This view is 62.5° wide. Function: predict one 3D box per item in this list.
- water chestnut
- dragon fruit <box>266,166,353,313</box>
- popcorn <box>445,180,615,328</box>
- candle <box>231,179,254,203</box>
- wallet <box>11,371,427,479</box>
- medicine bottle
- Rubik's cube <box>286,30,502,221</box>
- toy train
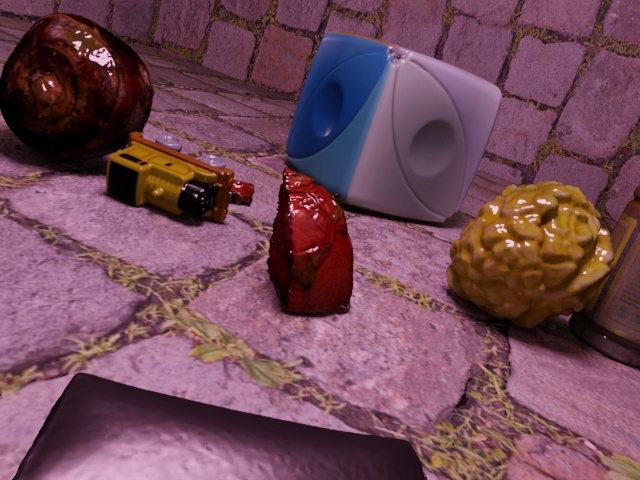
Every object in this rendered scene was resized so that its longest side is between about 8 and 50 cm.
[{"bbox_3d":[-0.375,-0.236,0.836,0.223,0.224,0.238,25,8,16],"label":"water chestnut"},{"bbox_3d":[0.001,0.001,0.654,0.127,0.161,0.120,-2,24,-23],"label":"dragon fruit"},{"bbox_3d":[0.322,0.026,0.815,0.212,0.259,0.259,46,29,25],"label":"popcorn"},{"bbox_3d":[-0.192,-0.102,0.909,0.162,0.048,0.053,13,37,-18],"label":"candle"},{"bbox_3d":[-0.039,0.150,0.293,0.250,0.044,0.149,17,21,-10],"label":"wallet"},{"bbox_3d":[0.522,0.025,0.812,0.151,0.322,0.151,17,19,-6],"label":"medicine bottle"},{"bbox_3d":[0.160,-0.268,1.246,0.347,0.352,0.352,8,19,-32],"label":"Rubik's cube"},{"bbox_3d":[-0.224,-0.090,0.792,0.219,0.089,0.127,23,29,10],"label":"toy train"}]
